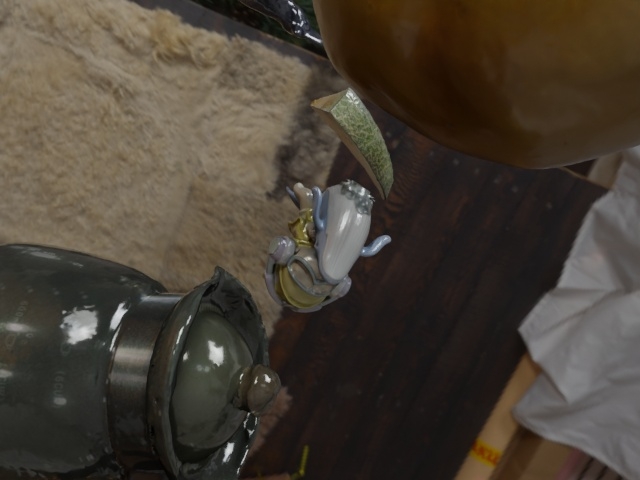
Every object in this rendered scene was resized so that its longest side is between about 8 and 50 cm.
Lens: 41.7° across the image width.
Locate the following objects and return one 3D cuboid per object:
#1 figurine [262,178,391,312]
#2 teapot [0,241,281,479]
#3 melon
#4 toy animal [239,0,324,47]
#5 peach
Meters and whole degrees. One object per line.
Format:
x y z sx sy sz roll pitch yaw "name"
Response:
0.000 0.000 1.093 0.128 0.208 0.184 33 105 -20 "figurine"
-0.175 0.141 0.675 0.285 0.305 0.223 0 134 20 "teapot"
0.059 -0.131 1.205 0.054 0.098 0.182 -44 107 -18 "melon"
-0.128 -0.419 1.186 0.206 0.081 0.367 -19 81 -42 "toy animal"
0.117 -0.156 0.438 0.251 0.251 0.153 -47 141 5 "peach"
